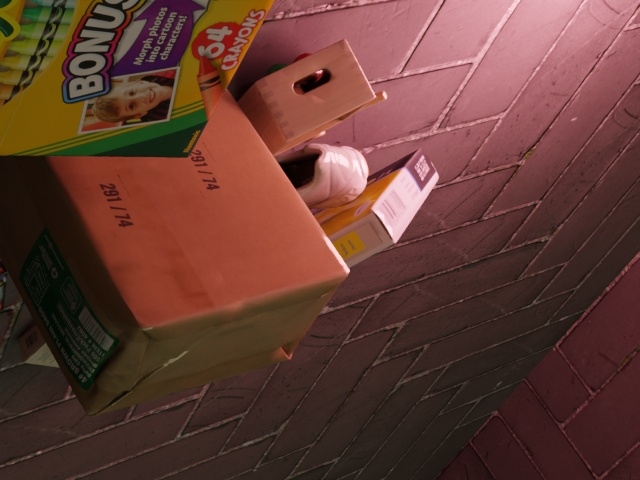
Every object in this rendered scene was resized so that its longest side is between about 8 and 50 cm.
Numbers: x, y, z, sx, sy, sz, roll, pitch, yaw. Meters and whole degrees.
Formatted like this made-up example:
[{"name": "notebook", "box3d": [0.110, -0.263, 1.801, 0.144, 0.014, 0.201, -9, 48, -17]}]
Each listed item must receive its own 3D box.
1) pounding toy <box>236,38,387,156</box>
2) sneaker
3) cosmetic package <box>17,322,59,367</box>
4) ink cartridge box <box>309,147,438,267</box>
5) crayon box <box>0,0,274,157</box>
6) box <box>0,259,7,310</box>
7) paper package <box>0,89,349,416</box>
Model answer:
[{"name": "pounding toy", "box3d": [-0.010, -0.183, 1.749, 0.181, 0.094, 0.206, -28, -179, -16]}, {"name": "sneaker", "box3d": [-0.072, -0.062, 1.876, 0.262, 0.099, 0.121, -32, 153, 23]}, {"name": "cosmetic package", "box3d": [-0.359, 0.147, 1.954, 0.060, 0.041, 0.115, -39, 147, 27]}, {"name": "ink cartridge box", "box3d": [0.000, 0.000, 1.964, 0.307, 0.072, 0.303, -27, -169, 23]}, {"name": "crayon box", "box3d": [-0.209, -0.227, 1.280, 0.313, 0.106, 0.363, -3, 143, -34]}, {"name": "box", "box3d": [-0.458, 0.077, 1.727, 0.137, 0.027, 0.094, -22, 156, -28]}, {"name": "paper package", "box3d": [-0.183, -0.006, 1.550, 0.309, 0.325, 0.168, -13, 150, -40]}]
